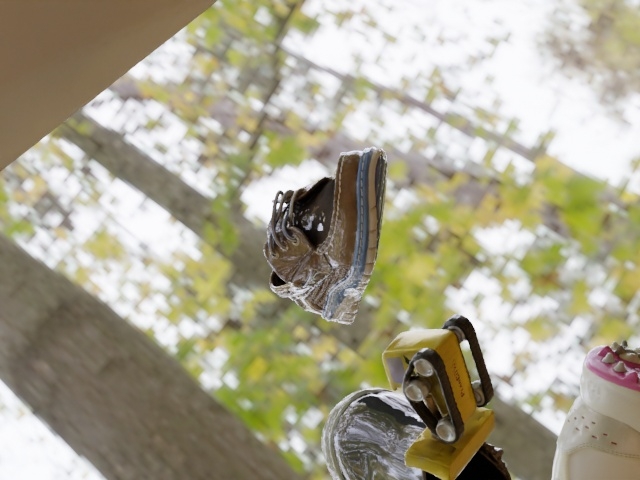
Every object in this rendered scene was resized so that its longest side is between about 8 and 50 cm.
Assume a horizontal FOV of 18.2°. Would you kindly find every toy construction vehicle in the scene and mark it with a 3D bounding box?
[{"bbox_3d":[0.026,0.084,0.602,0.086,0.035,0.098,-46,-54,-43],"label":"toy construction vehicle"}]

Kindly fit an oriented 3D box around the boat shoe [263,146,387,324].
[{"bbox_3d":[0.000,0.000,1.203,0.066,0.066,0.183,10,-29,-1],"label":"boat shoe"}]

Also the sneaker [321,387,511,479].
[{"bbox_3d":[0.089,0.188,1.149,0.083,0.118,0.222,-41,-71,-15],"label":"sneaker"}]

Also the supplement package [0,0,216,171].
[{"bbox_3d":[-0.187,-0.140,0.887,0.194,0.149,0.203,-42,-69,-28],"label":"supplement package"}]

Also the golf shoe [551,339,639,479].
[{"bbox_3d":[0.299,0.181,1.450,0.306,0.115,0.140,23,-80,-17],"label":"golf shoe"}]
